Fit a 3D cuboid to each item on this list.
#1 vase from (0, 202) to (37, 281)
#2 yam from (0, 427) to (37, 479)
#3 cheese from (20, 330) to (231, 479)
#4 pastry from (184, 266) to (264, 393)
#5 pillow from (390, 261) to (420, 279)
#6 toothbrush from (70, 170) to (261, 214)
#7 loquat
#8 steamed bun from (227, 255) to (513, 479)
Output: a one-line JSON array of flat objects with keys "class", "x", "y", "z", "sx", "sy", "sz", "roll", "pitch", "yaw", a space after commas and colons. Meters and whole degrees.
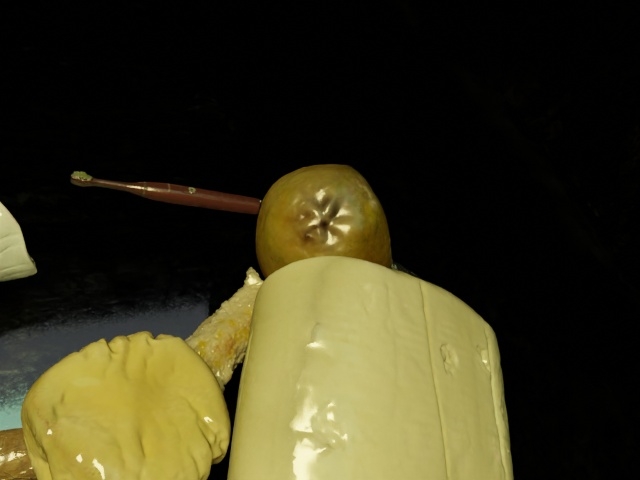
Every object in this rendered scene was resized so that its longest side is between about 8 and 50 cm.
[{"class": "vase", "x": -0.527, "y": 0.102, "z": 0.428, "sx": 0.250, "sy": 0.250, "sz": 0.445, "roll": 33, "pitch": 40, "yaw": -7}, {"class": "yam", "x": -0.342, "y": 0.256, "z": 0.533, "sx": 0.357, "sy": 0.081, "sz": 0.081, "roll": 4, "pitch": 55, "yaw": -28}, {"class": "cheese", "x": -0.217, "y": 0.212, "z": 0.505, "sx": 0.226, "sy": 0.117, "sz": 0.214, "roll": 38, "pitch": 29, "yaw": 21}, {"class": "pastry", "x": -0.150, "y": 0.164, "z": 0.713, "sx": 0.121, "sy": 0.089, "sz": 0.258, "roll": 33, "pitch": 46, "yaw": 8}, {"class": "pillow", "x": 0.141, "y": 0.091, "z": 0.982, "sx": 0.208, "sy": 0.055, "sz": 0.141, "roll": 26, "pitch": 55, "yaw": -12}, {"class": "toothbrush", "x": -0.294, "y": -0.094, "z": 0.858, "sx": 0.364, "sy": 0.041, "sz": 0.041, "roll": 7, "pitch": 53, "yaw": -28}, {"class": "loquat", "x": 0.000, "y": 0.000, "z": 0.801, "sx": 0.276, "sy": 0.284, "sz": 0.276, "roll": -1, "pitch": 73, "yaw": 3}, {"class": "steamed bun", "x": 0.073, "y": 0.262, "z": 0.638, "sx": 0.456, "sy": 0.290, "sz": 0.371, "roll": 29, "pitch": 51, "yaw": -31}]
